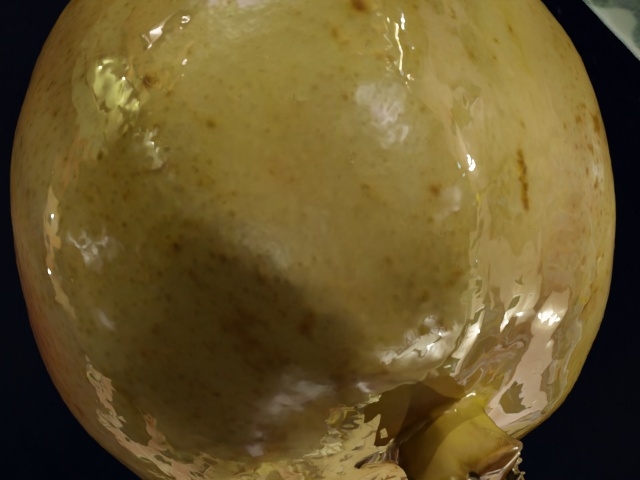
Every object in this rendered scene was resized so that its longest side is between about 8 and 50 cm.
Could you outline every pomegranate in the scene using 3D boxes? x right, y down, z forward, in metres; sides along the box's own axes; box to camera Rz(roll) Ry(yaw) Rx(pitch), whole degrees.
[{"bbox_3d":[0.000,0.000,0.736,0.319,0.319,0.319,1,-65,3],"label":"pomegranate"}]

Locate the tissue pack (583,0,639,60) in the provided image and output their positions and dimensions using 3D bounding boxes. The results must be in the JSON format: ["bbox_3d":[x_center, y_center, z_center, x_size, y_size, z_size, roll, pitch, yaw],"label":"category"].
[{"bbox_3d":[0.274,-0.173,0.863,0.311,0.128,0.228,46,-61,-5],"label":"tissue pack"}]
